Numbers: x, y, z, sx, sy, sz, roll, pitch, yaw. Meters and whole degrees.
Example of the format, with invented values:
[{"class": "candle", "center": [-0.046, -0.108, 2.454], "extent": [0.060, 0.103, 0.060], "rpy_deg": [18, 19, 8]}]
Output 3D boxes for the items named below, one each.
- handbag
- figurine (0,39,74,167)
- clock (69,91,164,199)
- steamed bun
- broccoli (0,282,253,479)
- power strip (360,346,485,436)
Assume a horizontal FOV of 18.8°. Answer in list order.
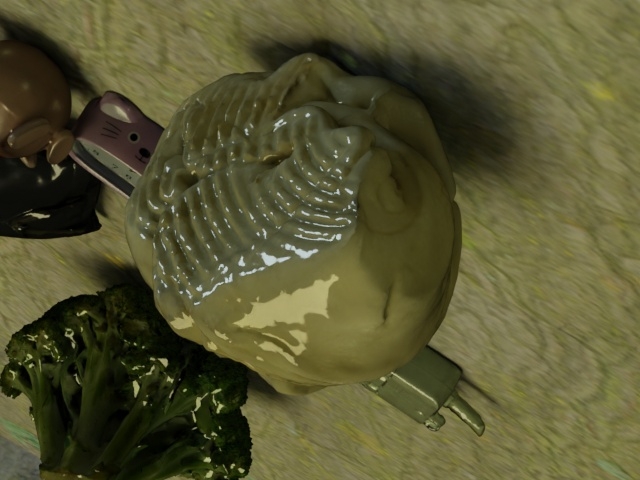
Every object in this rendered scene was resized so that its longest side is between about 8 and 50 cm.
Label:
[{"class": "handbag", "center": [-0.335, -0.053, 2.103], "extent": [0.211, 0.089, 0.254], "rpy_deg": [3, 163, -10]}, {"class": "figurine", "center": [-0.309, -0.137, 1.916], "extent": [0.138, 0.125, 0.125], "rpy_deg": [44, 164, 22]}, {"class": "clock", "center": [-0.183, -0.081, 1.950], "extent": [0.152, 0.050, 0.110], "rpy_deg": [36, 159, -5]}, {"class": "steamed bun", "center": [-0.001, 0.003, 1.563], "extent": [0.289, 0.276, 0.203], "rpy_deg": [-2, 144, 40]}, {"class": "broccoli", "center": [-0.236, 0.212, 2.355], "extent": [0.321, 0.283, 0.304], "rpy_deg": [-5, 129, 32]}, {"class": "power strip", "center": [0.054, 0.118, 2.036], "extent": [0.288, 0.053, 0.093], "rpy_deg": [33, 158, 0]}]
